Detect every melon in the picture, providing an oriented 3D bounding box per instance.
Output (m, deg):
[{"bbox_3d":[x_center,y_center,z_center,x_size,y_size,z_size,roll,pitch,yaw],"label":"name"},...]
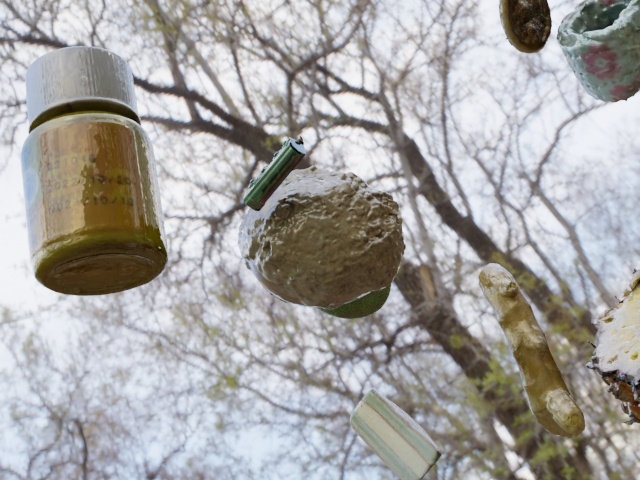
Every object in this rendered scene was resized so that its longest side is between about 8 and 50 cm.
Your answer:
[{"bbox_3d":[0.034,0.112,2.073,0.129,0.265,0.169,-38,-58,-42],"label":"melon"}]

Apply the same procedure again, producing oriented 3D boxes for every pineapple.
[{"bbox_3d":[0.648,0.198,1.523,0.300,0.352,0.352,41,-73,-21],"label":"pineapple"}]

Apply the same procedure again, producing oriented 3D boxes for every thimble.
[{"bbox_3d":[0.523,-0.348,1.604,0.185,0.211,0.149,-34,-68,13],"label":"thimble"}]

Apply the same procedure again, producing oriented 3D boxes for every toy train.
[{"bbox_3d":[-0.077,-0.118,1.569,0.038,0.071,0.148,35,-68,-17],"label":"toy train"}]

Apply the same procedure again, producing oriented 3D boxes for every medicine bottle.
[{"bbox_3d":[-0.390,-0.118,1.558,0.224,0.385,0.224,-10,-21,-4],"label":"medicine bottle"}]

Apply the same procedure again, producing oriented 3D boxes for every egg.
[{"bbox_3d":[0.000,0.000,1.710,0.310,0.279,0.279,-7,-43,0],"label":"egg"}]

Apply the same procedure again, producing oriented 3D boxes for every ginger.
[{"bbox_3d":[0.328,0.173,1.455,0.065,0.299,0.118,-22,-11,-15],"label":"ginger"}]

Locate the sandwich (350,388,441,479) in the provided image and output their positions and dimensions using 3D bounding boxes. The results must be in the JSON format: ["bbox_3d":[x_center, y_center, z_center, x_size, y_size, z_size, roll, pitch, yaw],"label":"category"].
[{"bbox_3d":[0.113,0.313,1.463,0.113,0.163,0.079,38,-90,-7],"label":"sandwich"}]

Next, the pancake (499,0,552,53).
[{"bbox_3d":[0.364,-0.407,1.624,0.158,0.028,0.158,2,-93,-45],"label":"pancake"}]
